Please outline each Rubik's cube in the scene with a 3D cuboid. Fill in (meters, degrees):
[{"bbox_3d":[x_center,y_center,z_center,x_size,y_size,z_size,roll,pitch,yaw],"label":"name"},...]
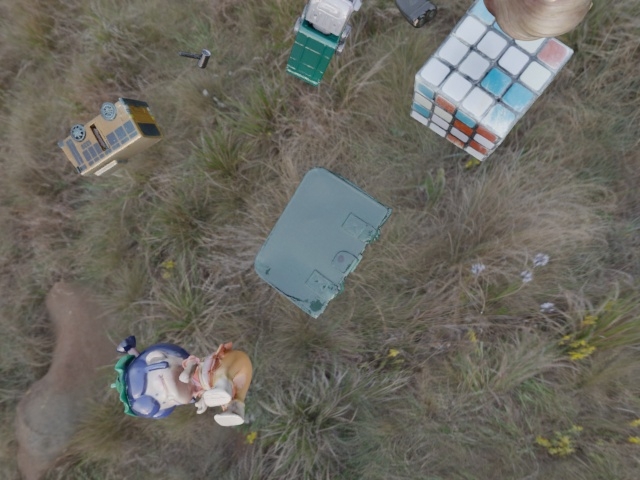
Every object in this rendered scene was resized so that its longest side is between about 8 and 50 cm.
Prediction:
[{"bbox_3d":[0.404,-0.391,1.075,0.256,0.253,0.259,37,92,8],"label":"Rubik's cube"}]

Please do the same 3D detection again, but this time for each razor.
[{"bbox_3d":[0.300,-0.743,1.358,0.090,0.054,0.148,-31,62,10],"label":"razor"}]

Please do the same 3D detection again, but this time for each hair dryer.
[{"bbox_3d":[-0.343,-0.494,1.153,0.047,0.083,0.026,-48,60,43],"label":"hair dryer"}]

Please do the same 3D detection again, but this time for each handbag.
[{"bbox_3d":[-0.001,-0.001,1.064,0.239,0.089,0.326,35,99,17],"label":"handbag"}]

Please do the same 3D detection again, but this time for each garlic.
[{"bbox_3d":[0.313,-0.454,0.702,0.254,0.245,0.244,-6,78,5],"label":"garlic"}]

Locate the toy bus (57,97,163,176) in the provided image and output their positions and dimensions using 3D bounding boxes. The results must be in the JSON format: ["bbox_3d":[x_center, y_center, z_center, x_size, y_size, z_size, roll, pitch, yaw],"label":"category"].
[{"bbox_3d":[-0.427,-0.205,0.875,0.182,0.091,0.103,-26,96,16],"label":"toy bus"}]

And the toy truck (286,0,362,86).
[{"bbox_3d":[0.002,-0.423,0.862,0.114,0.253,0.123,22,72,-10],"label":"toy truck"}]

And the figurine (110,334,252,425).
[{"bbox_3d":[-0.179,0.185,0.557,0.195,0.102,0.111,-5,119,15],"label":"figurine"}]
